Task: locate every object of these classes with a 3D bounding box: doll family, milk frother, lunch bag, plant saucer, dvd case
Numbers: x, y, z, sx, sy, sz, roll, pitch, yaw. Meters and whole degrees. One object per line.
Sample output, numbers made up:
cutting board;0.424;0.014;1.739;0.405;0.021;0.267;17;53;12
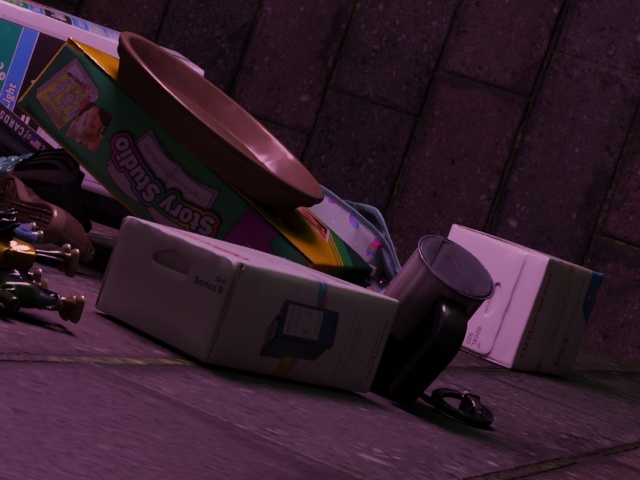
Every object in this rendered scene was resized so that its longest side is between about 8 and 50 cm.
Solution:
doll family;-0.257;0.008;1.205;0.111;0.076;0.193;13;0;-30
milk frother;0.120;0.092;1.444;0.143;0.134;0.129;14;36;-33
lunch bag;0.000;0.000;2.405;0.262;0.160;0.223;30;-4;-16
plant saucer;-0.113;-0.121;1.663;0.278;0.041;0.278;40;8;-7
dvd case;-0.414;-0.114;1.826;0.239;0.029;0.179;1;-31;39

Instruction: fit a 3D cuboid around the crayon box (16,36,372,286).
crayon box;-0.129;-0.056;1.756;0.363;0.106;0.313;42;6;11

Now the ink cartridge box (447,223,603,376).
ink cartridge box;0.284;0.092;2.324;0.168;0.171;0.233;20;2;30

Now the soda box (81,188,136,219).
soda box;-0.293;-0.057;2.481;0.183;0.058;0.063;20;3;8

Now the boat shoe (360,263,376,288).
boat shoe;-0.029;0.037;2.212;0.254;0.079;0.095;20;-1;-44

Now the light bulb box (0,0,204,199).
light bulb box;-0.399;-0.226;2.342;0.361;0.225;0.358;18;7;-16

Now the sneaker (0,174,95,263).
sneaker;-0.297;-0.013;1.615;0.071;0.066;0.188;41;-8;-34

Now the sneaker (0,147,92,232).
sneaker;-0.357;-0.042;1.736;0.224;0.098;0.083;-1;23;32

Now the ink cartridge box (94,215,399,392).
ink cartridge box;-0.062;0.056;1.349;0.154;0.093;0.212;20;1;41
